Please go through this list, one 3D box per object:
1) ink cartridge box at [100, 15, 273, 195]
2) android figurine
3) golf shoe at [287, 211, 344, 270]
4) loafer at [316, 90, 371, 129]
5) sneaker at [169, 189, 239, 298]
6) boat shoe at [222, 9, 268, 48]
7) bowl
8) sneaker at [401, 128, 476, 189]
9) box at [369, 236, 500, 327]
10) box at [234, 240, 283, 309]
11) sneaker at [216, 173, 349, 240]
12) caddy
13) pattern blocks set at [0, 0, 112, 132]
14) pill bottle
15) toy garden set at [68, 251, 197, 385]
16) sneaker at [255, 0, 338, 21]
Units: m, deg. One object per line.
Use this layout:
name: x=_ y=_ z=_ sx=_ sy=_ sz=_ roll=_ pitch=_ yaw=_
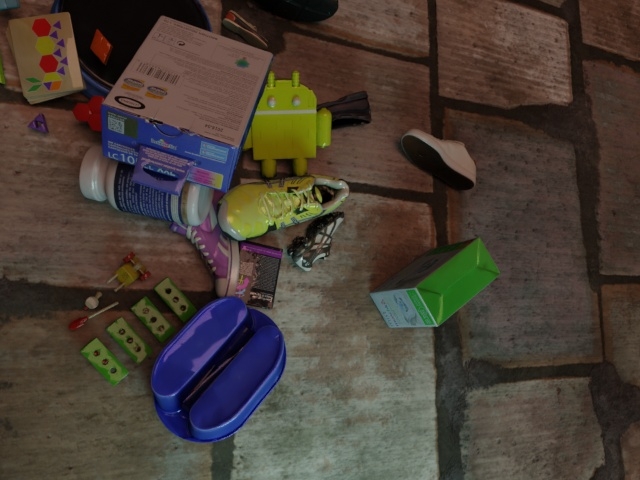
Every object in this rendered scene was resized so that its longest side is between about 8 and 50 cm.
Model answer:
ink cartridge box: x=-0.280 y=-0.274 z=1.147 sx=0.270 sy=0.151 sz=0.395 roll=17 pitch=49 yaw=-7
android figurine: x=-0.094 y=-0.296 z=1.399 sx=0.249 sy=0.056 sz=0.272 roll=-2 pitch=114 yaw=-10
golf shoe: x=0.000 y=0.000 z=1.470 sx=0.198 sy=0.077 sz=0.093 roll=-42 pitch=114 yaw=-21
loafer: x=0.024 y=-0.335 z=1.515 sx=0.303 sy=0.109 sz=0.095 roll=-26 pitch=98 yaw=-28
sneaker: x=-0.283 y=0.011 z=1.320 sx=0.161 sy=0.102 sz=0.281 roll=0 pitch=71 yaw=-22
boat shoe: x=-0.198 y=-0.573 z=1.481 sx=0.137 sy=0.049 sz=0.043 roll=30 pitch=68 yaw=-13
bowl: x=-0.449 y=-0.502 z=1.334 sx=0.392 sy=0.077 sz=0.390 roll=5 pitch=79 yaw=-25
sneaker: x=0.366 y=-0.273 z=1.673 sx=0.290 sy=0.106 sz=0.123 roll=31 pitch=60 yaw=-26
box: x=0.311 y=0.122 z=1.498 sx=0.262 sy=0.231 sz=0.126 roll=-33 pitch=96 yaw=-26
box: x=-0.166 y=0.088 z=1.394 sx=0.116 sy=0.029 sz=0.162 roll=15 pitch=74 yaw=-21
sneaker: x=-0.087 y=-0.104 z=1.347 sx=0.385 sy=0.147 sz=0.145 roll=-23 pitch=95 yaw=-43
caddy: x=-0.228 y=0.294 z=1.252 sx=0.241 sy=0.179 sz=0.341 roll=38 pitch=66 yaw=9
pattern blocks set: x=-0.606 y=-0.404 z=1.211 sx=0.286 sy=0.026 sz=0.324 roll=0 pitch=97 yaw=-2
pill bottle: x=-0.384 y=-0.129 z=1.222 sx=0.265 sy=0.153 sz=0.153 roll=11 pitch=76 yaw=2
toy garden set: x=-0.443 y=0.168 z=1.242 sx=0.244 sy=0.049 sz=0.203 roll=-43 pitch=102 yaw=-24
sneaker: x=-0.141 y=-0.786 z=1.474 sx=0.448 sy=0.169 sz=0.257 roll=14 pitch=77 yaw=-20
